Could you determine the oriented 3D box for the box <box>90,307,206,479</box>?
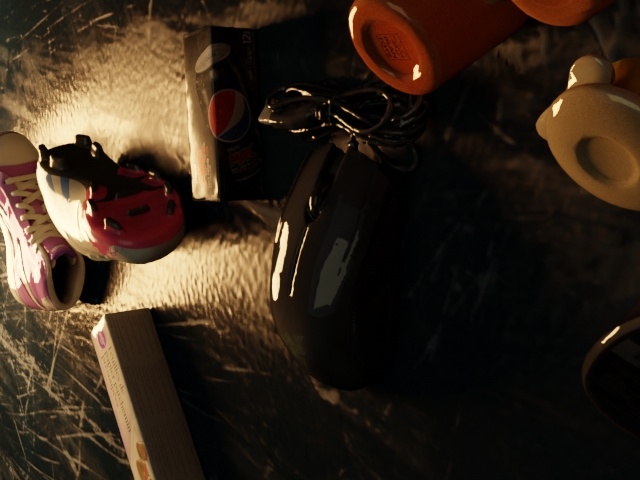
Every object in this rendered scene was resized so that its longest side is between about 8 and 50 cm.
[{"bbox_3d":[-0.202,0.241,0.965,0.063,0.067,0.323,-45,61,45],"label":"box"}]

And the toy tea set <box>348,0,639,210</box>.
[{"bbox_3d":[0.149,-0.137,0.421,0.336,0.124,0.200,35,158,23],"label":"toy tea set"}]

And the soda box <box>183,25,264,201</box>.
[{"bbox_3d":[-0.096,-0.124,0.780,0.060,0.053,0.168,4,99,52],"label":"soda box"}]

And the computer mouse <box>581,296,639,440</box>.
[{"bbox_3d":[0.247,0.041,0.354,0.184,0.060,0.262,30,144,13],"label":"computer mouse"}]

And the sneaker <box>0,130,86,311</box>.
[{"bbox_3d":[-0.418,-0.029,1.184,0.161,0.102,0.282,4,109,49],"label":"sneaker"}]

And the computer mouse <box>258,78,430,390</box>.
[{"bbox_3d":[0.000,0.000,0.660,0.189,0.072,0.272,13,106,50],"label":"computer mouse"}]

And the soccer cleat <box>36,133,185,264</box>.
[{"bbox_3d":[-0.253,-0.025,0.970,0.331,0.116,0.143,34,137,47],"label":"soccer cleat"}]
